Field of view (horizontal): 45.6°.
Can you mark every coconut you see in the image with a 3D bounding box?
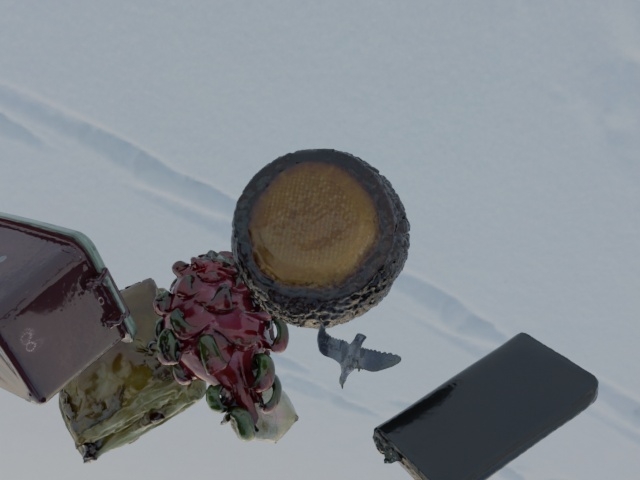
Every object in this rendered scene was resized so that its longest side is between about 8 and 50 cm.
[{"bbox_3d":[-0.102,0.324,1.410,0.124,0.110,0.110,5,146,13],"label":"coconut"}]

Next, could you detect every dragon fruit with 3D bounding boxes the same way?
[{"bbox_3d":[-0.146,0.149,1.188,0.272,0.218,0.198,41,126,27],"label":"dragon fruit"}]

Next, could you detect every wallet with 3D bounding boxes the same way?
[{"bbox_3d":[0.190,0.203,0.880,0.149,0.250,0.044,32,146,55],"label":"wallet"}]

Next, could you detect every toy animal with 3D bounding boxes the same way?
[{"bbox_3d":[0.029,0.109,0.684,0.084,0.050,0.028,25,164,-12],"label":"toy animal"}]

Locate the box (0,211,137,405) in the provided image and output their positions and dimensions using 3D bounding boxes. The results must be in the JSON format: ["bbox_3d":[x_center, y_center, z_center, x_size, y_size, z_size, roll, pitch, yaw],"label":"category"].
[{"bbox_3d":[-0.416,0.089,1.030,0.293,0.167,0.193,11,134,36],"label":"box"}]

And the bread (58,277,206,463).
[{"bbox_3d":[-0.366,0.215,1.387,0.277,0.325,0.167,-32,123,4],"label":"bread"}]

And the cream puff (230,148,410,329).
[{"bbox_3d":[0.000,0.000,1.008,0.238,0.239,0.165,3,168,10],"label":"cream puff"}]
